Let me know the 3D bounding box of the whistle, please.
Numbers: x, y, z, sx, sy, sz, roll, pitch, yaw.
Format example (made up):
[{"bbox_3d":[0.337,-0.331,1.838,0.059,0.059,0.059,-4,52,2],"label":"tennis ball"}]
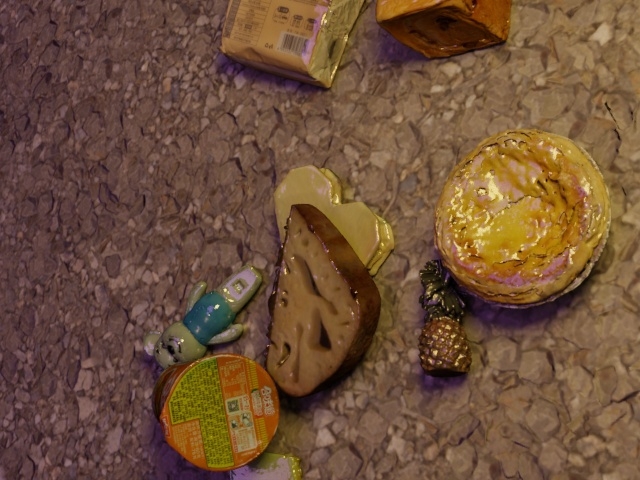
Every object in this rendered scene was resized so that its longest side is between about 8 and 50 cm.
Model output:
[{"bbox_3d":[-0.182,0.129,1.470,0.236,0.077,0.114,-45,76,14],"label":"whistle"}]

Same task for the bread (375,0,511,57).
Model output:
[{"bbox_3d":[0.169,-0.349,1.297,0.158,0.149,0.143,0,75,36],"label":"bread"}]

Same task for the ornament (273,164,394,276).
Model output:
[{"bbox_3d":[0.000,0.000,1.385,0.201,0.059,0.180,44,109,33],"label":"ornament"}]

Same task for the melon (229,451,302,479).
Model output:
[{"bbox_3d":[-0.052,0.406,1.334,0.114,0.053,0.261,-25,67,8],"label":"melon"}]

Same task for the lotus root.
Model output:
[{"bbox_3d":[0.002,0.096,1.310,0.170,0.074,0.260,24,106,37],"label":"lotus root"}]

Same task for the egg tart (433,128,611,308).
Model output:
[{"bbox_3d":[0.255,-0.025,1.183,0.234,0.094,0.234,-10,70,31],"label":"egg tart"}]

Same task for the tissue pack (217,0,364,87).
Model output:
[{"bbox_3d":[-0.050,-0.355,1.490,0.222,0.090,0.186,21,93,39],"label":"tissue pack"}]

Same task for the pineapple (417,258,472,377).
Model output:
[{"bbox_3d":[0.161,0.099,1.236,0.074,0.074,0.159,-14,66,32],"label":"pineapple"}]

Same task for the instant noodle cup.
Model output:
[{"bbox_3d":[-0.169,0.238,1.355,0.185,0.169,0.168,172,109,-66],"label":"instant noodle cup"}]
